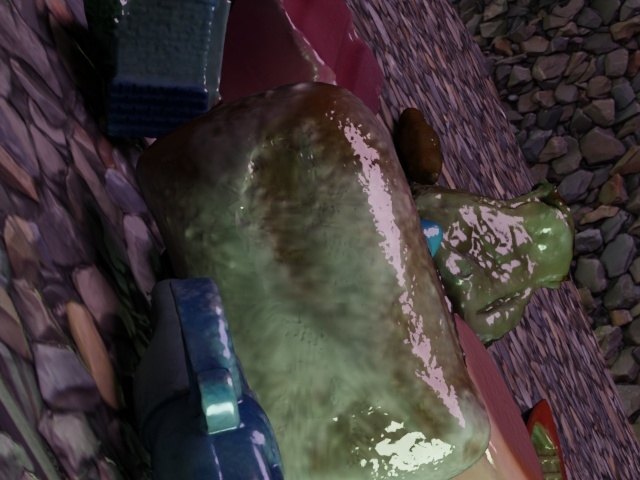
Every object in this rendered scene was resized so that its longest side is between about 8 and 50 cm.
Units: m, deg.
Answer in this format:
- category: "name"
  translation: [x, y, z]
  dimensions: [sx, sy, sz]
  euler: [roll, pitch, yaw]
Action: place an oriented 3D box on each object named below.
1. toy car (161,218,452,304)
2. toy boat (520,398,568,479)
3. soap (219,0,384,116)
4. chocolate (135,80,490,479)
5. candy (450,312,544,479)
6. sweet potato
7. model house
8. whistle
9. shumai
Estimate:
- category: "toy car"
  translation: [0.005, 0.034, 1.444]
  dimensions: [0.188, 0.190, 0.255]
  euler: [64, 14, 0]
- category: "toy boat"
  translation: [0.249, 0.307, 2.152]
  dimensions: [0.136, 0.079, 0.392]
  euler: [56, 15, -23]
- category: "soap"
  translation: [-0.038, -0.195, 1.890]
  dimensions: [0.233, 0.128, 0.359]
  euler: [59, 12, -13]
- category: "chocolate"
  translation: [-0.008, 0.044, 1.275]
  dimensions: [0.100, 0.185, 0.303]
  euler: [-42, 111, -85]
- category: "candy"
  translation: [0.146, 0.186, 1.930]
  dimensions: [0.255, 0.094, 0.255]
  euler: [58, 13, -22]
- category: "sweet potato"
  translation: [0.144, -0.140, 2.705]
  dimensions: [0.067, 0.067, 0.274]
  euler: [58, 11, -24]
- category: "model house"
  translation: [-0.127, -0.117, 1.456]
  dimensions: [0.148, 0.119, 0.149]
  euler: [143, -54, -80]
- category: "whistle"
  translation: [-0.067, 0.127, 1.166]
  dimensions: [0.180, 0.093, 0.269]
  euler: [85, -9, -45]
- category: "shumai"
  translation: [0.194, 0.018, 2.211]
  dimensions: [0.225, 0.222, 0.261]
  euler: [63, 16, -15]
